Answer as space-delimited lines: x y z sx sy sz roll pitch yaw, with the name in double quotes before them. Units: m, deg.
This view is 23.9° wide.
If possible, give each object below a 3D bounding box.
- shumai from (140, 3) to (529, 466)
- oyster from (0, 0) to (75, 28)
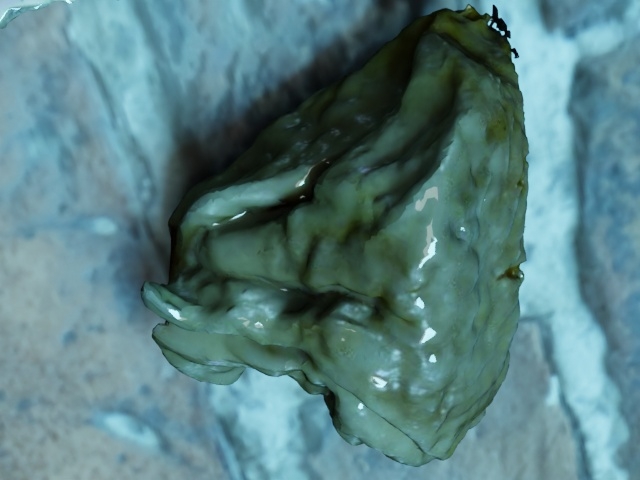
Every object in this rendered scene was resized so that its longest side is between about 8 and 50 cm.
"shumai" 0.001 0.004 0.774 0.185 0.184 0.218 -2 131 -13
"oyster" -0.184 -0.160 0.740 0.209 0.072 0.133 -27 111 -21
